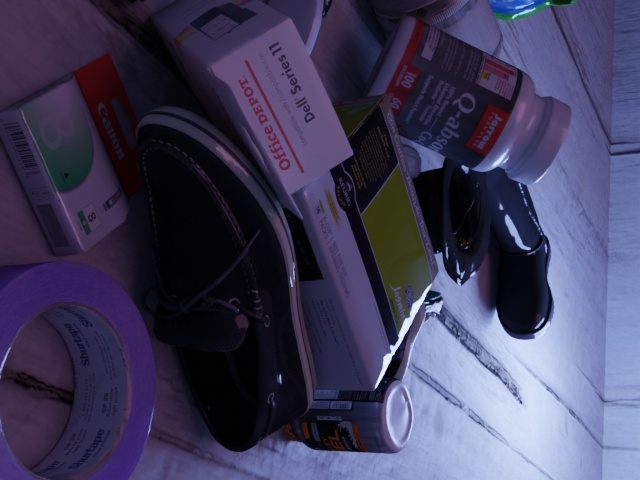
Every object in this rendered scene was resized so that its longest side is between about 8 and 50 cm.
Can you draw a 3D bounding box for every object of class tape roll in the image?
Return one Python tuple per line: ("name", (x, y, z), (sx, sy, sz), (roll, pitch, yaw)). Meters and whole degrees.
("tape roll", (-0.299, 0.161, 0.965), (0.275, 0.090, 0.275), (13, 75, -59))

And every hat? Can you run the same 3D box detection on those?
("hat", (0.260, -0.072, 1.920), (0.331, 0.134, 0.331), (-15, 107, -59))

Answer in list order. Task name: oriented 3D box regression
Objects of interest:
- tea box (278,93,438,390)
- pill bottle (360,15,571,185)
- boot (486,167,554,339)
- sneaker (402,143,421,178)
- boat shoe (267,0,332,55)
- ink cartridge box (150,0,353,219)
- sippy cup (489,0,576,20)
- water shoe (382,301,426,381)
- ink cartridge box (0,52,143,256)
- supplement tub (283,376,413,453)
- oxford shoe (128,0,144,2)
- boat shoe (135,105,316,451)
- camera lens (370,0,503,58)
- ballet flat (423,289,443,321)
("tea box", (0.000, 0.000, 1.371), (0.323, 0.220, 0.329), (-51, 129, -49))
("pill bottle", (0.274, -0.257, 1.712), (0.210, 0.363, 0.210), (-156, -90, -84))
("boot", (0.460, -0.026, 2.229), (0.367, 0.146, 0.445), (-78, 151, -44))
("sneaker", (0.112, -0.137, 1.733), (0.232, 0.090, 0.115), (15, 80, -49))
("boat shoe", (-0.026, -0.402, 1.509), (0.102, 0.108, 0.301), (35, 49, -51))
("ink cartridge box", (-0.081, -0.192, 1.150), (0.119, 0.353, 0.207), (-33, 124, -7))
("sippy cup", (0.390, -0.599, 1.846), (0.224, 0.305, 0.240), (26, 63, -75))
("water shoe", (0.135, 0.199, 1.738), (0.073, 0.080, 0.203), (145, -33, -76))
("ink cartridge box", (-0.271, -0.112, 1.091), (0.224, 0.056, 0.181), (-48, 127, -49))
("supplement tub", (0.040, 0.275, 1.426), (0.117, 0.190, 0.117), (15, 72, -57))
("oxford shoe", (-0.232, -0.357, 1.187), (0.227, 0.083, 0.096), (-1, 109, -62))
("boat shoe", (-0.132, 0.069, 1.156), (0.156, 0.187, 0.500), (-44, 132, -41))
("camera lens", (0.235, -0.456, 1.840), (0.274, 0.219, 0.219), (55, 42, -40))
("ballet flat", (0.201, 0.142, 1.855), (0.188, 0.070, 0.070), (-1, 86, -56))
